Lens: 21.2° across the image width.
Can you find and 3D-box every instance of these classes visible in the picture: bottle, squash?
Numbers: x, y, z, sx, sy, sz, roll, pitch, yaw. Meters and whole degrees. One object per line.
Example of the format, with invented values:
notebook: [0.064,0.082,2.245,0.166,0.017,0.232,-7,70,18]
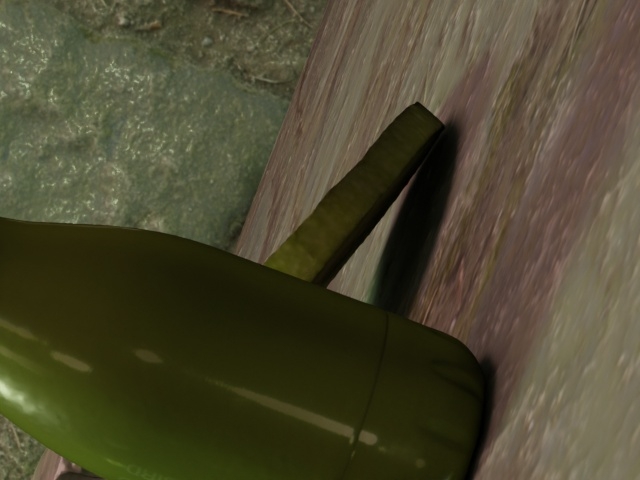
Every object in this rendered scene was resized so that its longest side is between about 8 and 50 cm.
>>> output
bottle: [-0.065,0.055,0.743,0.112,0.260,0.112,-160,90,-84]
squash: [0.004,0.004,1.087,0.219,0.041,0.219,-48,-1,-1]

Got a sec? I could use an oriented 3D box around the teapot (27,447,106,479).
teapot: [-0.089,0.153,1.044,0.221,0.178,0.163,-146,77,-85]
